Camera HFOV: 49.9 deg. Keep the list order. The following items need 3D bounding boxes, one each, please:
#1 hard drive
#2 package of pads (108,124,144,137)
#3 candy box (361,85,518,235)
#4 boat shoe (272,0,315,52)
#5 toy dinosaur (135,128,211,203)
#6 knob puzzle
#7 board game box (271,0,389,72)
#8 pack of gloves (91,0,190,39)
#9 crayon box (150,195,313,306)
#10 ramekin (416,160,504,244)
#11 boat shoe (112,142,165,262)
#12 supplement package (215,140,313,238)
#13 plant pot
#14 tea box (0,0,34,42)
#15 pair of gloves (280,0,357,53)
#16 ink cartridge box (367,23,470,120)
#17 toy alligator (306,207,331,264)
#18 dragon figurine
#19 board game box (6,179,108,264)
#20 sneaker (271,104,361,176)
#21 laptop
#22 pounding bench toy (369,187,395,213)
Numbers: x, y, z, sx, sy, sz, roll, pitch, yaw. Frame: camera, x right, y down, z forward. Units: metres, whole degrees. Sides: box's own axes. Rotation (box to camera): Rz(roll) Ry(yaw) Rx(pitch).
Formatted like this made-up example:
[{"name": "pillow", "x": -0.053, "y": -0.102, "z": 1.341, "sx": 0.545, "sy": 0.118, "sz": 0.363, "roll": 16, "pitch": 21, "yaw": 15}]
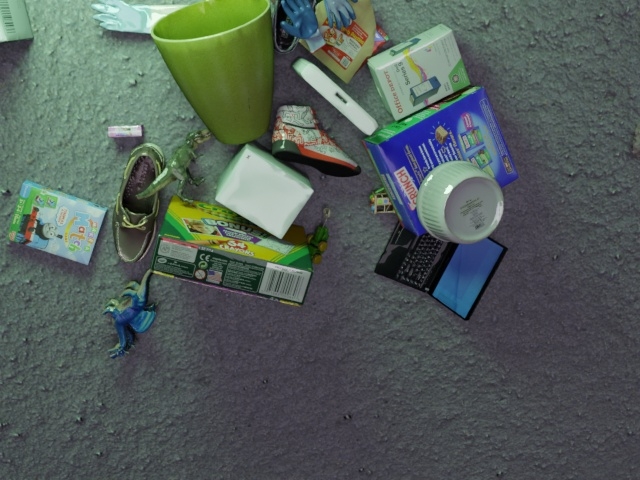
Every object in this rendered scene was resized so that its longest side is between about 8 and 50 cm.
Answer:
[{"name": "hard drive", "x": 0.025, "y": -0.346, "z": 1.615, "sx": 0.203, "sy": 0.307, "sz": 0.040, "roll": 39, "pitch": 100, "yaw": -16}, {"name": "package of pads", "x": -0.484, "y": -0.273, "z": 1.719, "sx": 0.083, "sy": 0.050, "sz": 0.032, "roll": -4, "pitch": 103, "yaw": -5}, {"name": "candy box", "x": 0.308, "y": -0.207, "z": 1.767, "sx": 0.317, "sy": 0.122, "sz": 0.268, "roll": -30, "pitch": 109, "yaw": -9}, {"name": "boat shoe", "x": -0.056, "y": -0.587, "z": 1.607, "sx": 0.108, "sy": 0.102, "sz": 0.301, "roll": 17, "pitch": 106, "yaw": -11}, {"name": "toy dinosaur", "x": -0.350, "y": -0.163, "z": 1.728, "sx": 0.118, "sy": 0.064, "sz": 0.268, "roll": 53, "pitch": 56, "yaw": -32}, {"name": "knob puzzle", "x": 0.055, "y": -0.511, "z": 1.670, "sx": 0.213, "sy": 0.030, "sz": 0.213, "roll": -10, "pitch": 113, "yaw": -25}, {"name": "board game box", "x": 0.023, "y": -0.548, "z": 1.698, "sx": 0.281, "sy": 0.027, "sz": 0.145, "roll": 41, "pitch": 101, "yaw": -17}, {"name": "pack of gloves", "x": -0.425, "y": -0.591, "z": 1.636, "sx": 0.232, "sy": 0.046, "sz": 0.195, "roll": 3, "pitch": 102, "yaw": -14}, {"name": "crayon box", "x": -0.214, "y": 0.017, "z": 1.705, "sx": 0.363, "sy": 0.313, "sz": 0.106, "roll": 14, "pitch": 109, "yaw": -11}, {"name": "ramekin", "x": 0.350, "y": -0.088, "z": 1.686, "sx": 0.207, "sy": 0.109, "sz": 0.207, "roll": -5, "pitch": 106, "yaw": -17}, {"name": "boat shoe", "x": -0.468, "y": -0.085, "z": 1.758, "sx": 0.117, "sy": 0.096, "sz": 0.324, "roll": 14, "pitch": 106, "yaw": -10}, {"name": "supplement package", "x": -0.143, "y": -0.137, "z": 1.722, "sx": 0.194, "sy": 0.203, "sz": 0.149, "roll": 31, "pitch": 102, "yaw": -14}, {"name": "plant pot", "x": -0.220, "y": -0.384, "z": 1.620, "sx": 0.275, "sy": 0.274, "sz": 0.293, "roll": -14, "pitch": 125, "yaw": -2}, {"name": "tea box", "x": -0.847, "y": -0.580, "z": 1.488, "sx": 0.324, "sy": 0.220, "sz": 0.328, "roll": -8, "pitch": 109, "yaw": -3}, {"name": "pair of gloves", "x": -0.004, "y": -0.532, "z": 1.590, "sx": 0.198, "sy": 0.023, "sz": 0.159, "roll": -41, "pitch": 127, "yaw": -10}, {"name": "ink cartridge box", "x": 0.244, "y": -0.420, "z": 1.721, "sx": 0.212, "sy": 0.093, "sz": 0.154, "roll": -25, "pitch": 120, "yaw": 4}, {"name": "toy alligator", "x": 0.000, "y": 0.000, "z": 1.866, "sx": 0.051, "sy": 0.056, "sz": 0.189, "roll": 6, "pitch": 112, "yaw": -53}, {"name": "dragon figurine", "x": -0.488, "y": 0.190, "z": 1.853, "sx": 0.289, "sy": 0.085, "sz": 0.144, "roll": -43, "pitch": 107, "yaw": 9}, {"name": "board game box", "x": -0.679, "y": -0.044, "z": 1.779, "sx": 0.212, "sy": 0.039, "sz": 0.160, "roll": 19, "pitch": 105, "yaw": -13}, {"name": "sneaker", "x": -0.002, "y": -0.257, "z": 1.754, "sx": 0.270, "sy": 0.090, "sz": 0.144, "roll": 13, "pitch": 72, "yaw": -35}, {"name": "laptop", "x": 0.321, "y": 0.053, "z": 1.871, "sx": 0.264, "sy": 0.136, "sz": 0.234, "roll": 22, "pitch": 104, "yaw": -13}, {"name": "pounding bench toy", "x": 0.166, "y": -0.117, "z": 1.842, "sx": 0.065, "sy": 0.052, "sz": 0.083, "roll": -2, "pitch": 108, "yaw": -5}]
